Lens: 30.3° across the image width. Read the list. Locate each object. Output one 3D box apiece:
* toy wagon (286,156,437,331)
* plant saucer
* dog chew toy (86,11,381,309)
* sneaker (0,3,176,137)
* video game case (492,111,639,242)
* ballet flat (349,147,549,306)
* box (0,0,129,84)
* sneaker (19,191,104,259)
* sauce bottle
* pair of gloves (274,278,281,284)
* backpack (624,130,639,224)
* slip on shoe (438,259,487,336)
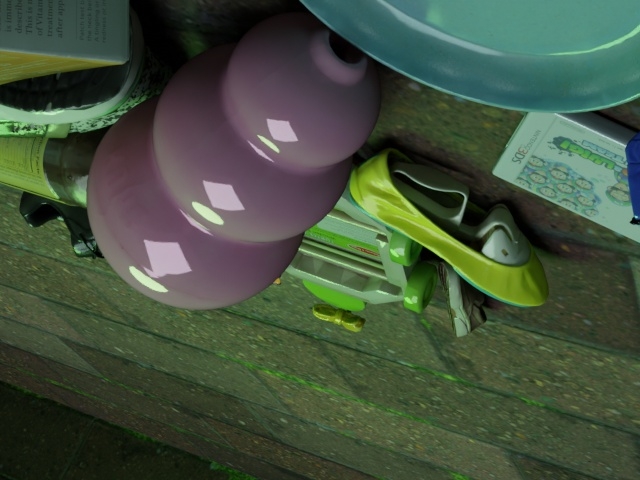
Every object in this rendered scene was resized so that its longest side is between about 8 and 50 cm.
[{"bbox_3d":[0.000,0.000,1.316,0.267,0.068,0.344,19,159,20],"label":"toy wagon"},{"bbox_3d":[0.095,-0.195,0.772,0.318,0.043,0.317,22,159,9],"label":"plant saucer"},{"bbox_3d":[-0.068,-0.075,1.026,0.207,0.206,0.332,33,139,-16],"label":"dog chew toy"},{"bbox_3d":[-0.314,-0.152,1.197,0.410,0.158,0.182,5,168,29],"label":"sneaker"},{"bbox_3d":[0.231,-0.055,0.976,0.157,0.019,0.143,25,160,3],"label":"video game case"},{"bbox_3d":[0.135,-0.015,1.124,0.231,0.077,0.077,31,133,-8],"label":"ballet flat"},{"bbox_3d":[-0.338,-0.212,0.843,0.345,0.168,0.215,-1,-178,-42],"label":"box"},{"bbox_3d":[-0.237,-0.025,1.452,0.286,0.130,0.109,19,156,17],"label":"sneaker"},{"bbox_3d":[-0.268,-0.092,1.310,0.344,0.111,0.111,16,158,41],"label":"sauce bottle"},{"bbox_3d":[-0.084,0.026,1.364,0.083,0.010,0.074,19,159,16],"label":"pair of gloves"},{"bbox_3d":[0.277,-0.059,0.800,0.098,0.101,0.120,1,-177,43],"label":"backpack"},{"bbox_3d":[0.160,0.061,1.314,0.041,0.051,0.135,-17,141,2],"label":"slip on shoe"}]
